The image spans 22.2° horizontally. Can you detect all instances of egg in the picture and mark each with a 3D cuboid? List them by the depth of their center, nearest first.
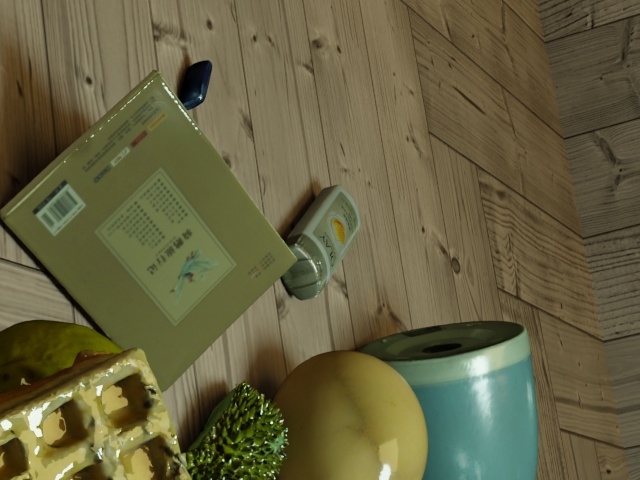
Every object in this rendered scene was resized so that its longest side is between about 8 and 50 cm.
[{"bbox_3d":[0.035,0.250,1.984,0.201,0.201,0.244,63,2,-28],"label":"egg"}]

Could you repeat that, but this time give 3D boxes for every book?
[{"bbox_3d":[-0.172,-0.002,1.708,0.021,0.217,0.310,33,-17,47],"label":"book"}]

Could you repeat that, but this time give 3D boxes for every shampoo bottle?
[{"bbox_3d":[0.000,0.000,2.263,0.086,0.056,0.227,68,23,-15],"label":"shampoo bottle"}]

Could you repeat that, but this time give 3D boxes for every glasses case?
[{"bbox_3d":[-0.157,-0.199,2.045,0.023,0.033,0.083,46,34,-32],"label":"glasses case"}]

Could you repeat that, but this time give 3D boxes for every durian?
[{"bbox_3d":[-0.089,0.248,1.847,0.221,0.095,0.137,-42,114,-59],"label":"durian"}]

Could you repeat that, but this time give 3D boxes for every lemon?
[{"bbox_3d":[-0.232,0.166,1.442,0.248,0.184,0.184,44,36,-65],"label":"lemon"}]

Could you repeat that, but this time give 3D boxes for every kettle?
[{"bbox_3d":[0.193,0.300,2.347,0.319,0.247,0.342,-131,-150,-81],"label":"kettle"}]

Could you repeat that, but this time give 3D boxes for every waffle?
[{"bbox_3d":[-0.257,0.251,1.213,0.376,0.114,0.261,-23,93,-37],"label":"waffle"}]
